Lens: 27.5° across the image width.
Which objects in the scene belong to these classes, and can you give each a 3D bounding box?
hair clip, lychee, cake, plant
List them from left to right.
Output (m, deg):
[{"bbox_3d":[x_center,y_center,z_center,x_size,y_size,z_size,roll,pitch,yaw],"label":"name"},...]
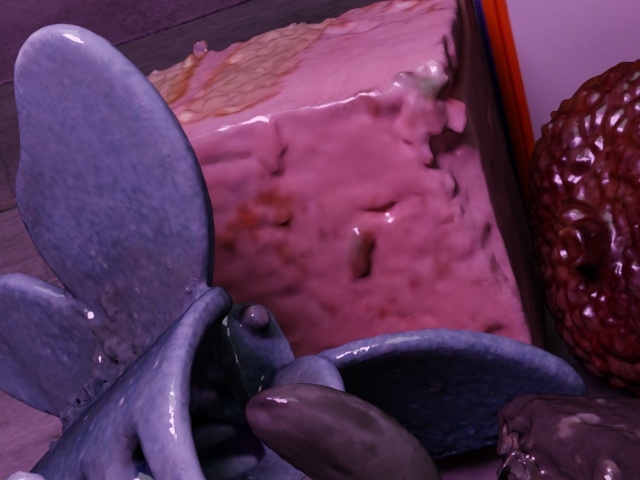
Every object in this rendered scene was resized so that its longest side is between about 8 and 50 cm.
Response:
[{"bbox_3d":[-0.097,0.132,0.755,0.318,0.392,0.238,-42,19,43],"label":"hair clip"},{"bbox_3d":[0.000,0.000,0.989,0.306,0.314,0.293,-15,22,10],"label":"cake"},{"bbox_3d":[0.083,0.139,0.566,0.274,0.147,0.149,5,-4,-20],"label":"plant"},{"bbox_3d":[0.270,-0.011,0.937,0.260,0.261,0.261,-13,24,6],"label":"lychee"}]

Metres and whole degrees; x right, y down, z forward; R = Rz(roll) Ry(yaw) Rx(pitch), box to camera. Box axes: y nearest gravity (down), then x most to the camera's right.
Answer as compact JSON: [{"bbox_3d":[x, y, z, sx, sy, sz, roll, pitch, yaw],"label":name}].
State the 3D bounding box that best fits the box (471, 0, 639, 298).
[{"bbox_3d":[0.264,-0.177,1.183,0.318,0.349,0.257,-22,24,-11],"label":"box"}]
